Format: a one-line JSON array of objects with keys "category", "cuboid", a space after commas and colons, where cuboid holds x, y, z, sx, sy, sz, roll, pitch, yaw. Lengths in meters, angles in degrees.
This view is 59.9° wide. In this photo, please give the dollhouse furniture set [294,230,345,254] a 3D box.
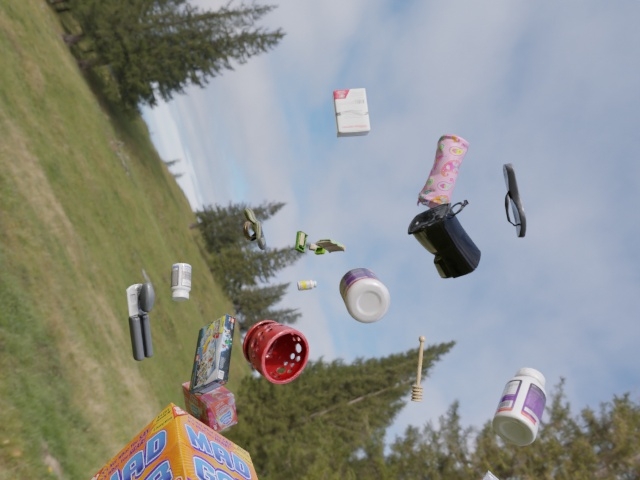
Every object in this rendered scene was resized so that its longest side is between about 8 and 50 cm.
[{"category": "dollhouse furniture set", "cuboid": [0.000, 0.000, 1.593, 0.076, 0.152, 0.058, 31, 60, -47]}]

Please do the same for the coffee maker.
[{"category": "coffee maker", "cuboid": [0.340, 0.003, 1.445, 0.178, 0.120, 0.171, 50, -26, -18]}]

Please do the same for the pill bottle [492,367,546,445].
[{"category": "pill bottle", "cuboid": [0.526, 0.426, 1.448, 0.108, 0.193, 0.108, 19, -50, 24]}]

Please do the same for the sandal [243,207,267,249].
[{"category": "sandal", "cuboid": [-0.306, -0.043, 2.479, 0.303, 0.086, 0.120, -128, -158, -56]}]

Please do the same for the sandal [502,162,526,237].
[{"category": "sandal", "cuboid": [0.635, -0.129, 1.853, 0.097, 0.054, 0.254, 38, 41, -77]}]

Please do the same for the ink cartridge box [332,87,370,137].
[{"category": "ink cartridge box", "cuboid": [0.102, -0.428, 1.872, 0.063, 0.109, 0.150, 127, -42, -79]}]

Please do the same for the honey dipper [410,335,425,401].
[{"category": "honey dipper", "cuboid": [0.245, 0.317, 1.376, 0.030, 0.030, 0.160, 126, -27, -74]}]

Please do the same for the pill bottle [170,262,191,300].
[{"category": "pill bottle", "cuboid": [-0.551, 0.165, 2.188, 0.078, 0.078, 0.137, 105, -17, -67]}]

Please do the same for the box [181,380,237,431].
[{"category": "box", "cuboid": [-0.452, 0.658, 2.249, 0.257, 0.123, 0.128, 11, -70, 53]}]

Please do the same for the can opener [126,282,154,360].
[{"category": "can opener", "cuboid": [-0.629, 0.286, 1.946, 0.093, 0.074, 0.280, 9, -76, 38]}]

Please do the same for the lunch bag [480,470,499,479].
[{"category": "lunch bag", "cuboid": [0.567, 0.817, 1.829, 0.083, 0.071, 0.053, 37, -3, 23]}]

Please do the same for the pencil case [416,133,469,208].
[{"category": "pencil case", "cuboid": [0.451, -0.246, 2.049, 0.124, 0.124, 0.284, -176, -72, -76]}]

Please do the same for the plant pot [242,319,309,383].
[{"category": "plant pot", "cuboid": [-0.162, 0.370, 1.899, 0.174, 0.191, 0.191, 19, -50, 50]}]

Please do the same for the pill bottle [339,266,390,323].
[{"category": "pill bottle", "cuboid": [0.176, 0.217, 2.320, 0.323, 0.181, 0.181, -115, -172, -79]}]

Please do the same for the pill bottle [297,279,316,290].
[{"category": "pill bottle", "cuboid": [-0.061, 0.202, 2.506, 0.043, 0.083, 0.043, 174, -90, -80]}]

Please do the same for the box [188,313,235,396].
[{"category": "box", "cuboid": [-0.355, 0.376, 1.827, 0.159, 0.044, 0.233, -32, -139, 36]}]

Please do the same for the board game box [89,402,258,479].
[{"category": "board game box", "cuboid": [-0.406, 0.777, 1.596, 0.356, 0.356, 0.356, 47, 0, -30]}]
